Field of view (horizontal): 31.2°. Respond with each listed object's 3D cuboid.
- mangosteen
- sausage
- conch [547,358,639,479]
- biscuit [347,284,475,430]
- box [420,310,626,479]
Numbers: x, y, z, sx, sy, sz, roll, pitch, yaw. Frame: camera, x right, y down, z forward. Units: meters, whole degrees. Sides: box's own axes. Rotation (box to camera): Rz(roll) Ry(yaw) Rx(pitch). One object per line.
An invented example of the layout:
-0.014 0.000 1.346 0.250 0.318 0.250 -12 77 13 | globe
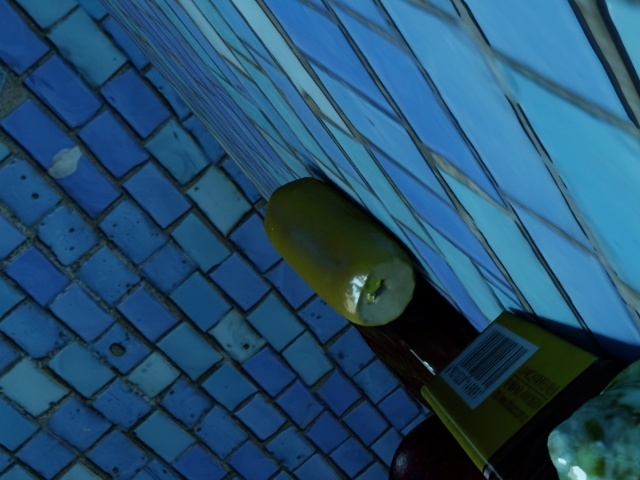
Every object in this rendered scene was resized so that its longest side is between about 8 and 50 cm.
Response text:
0.239 0.432 1.909 0.297 0.293 0.297 40 -158 -19 | mangosteen
0.003 -0.005 1.401 0.112 0.112 0.328 50 175 -37 | sausage
0.174 0.113 0.509 0.181 0.124 0.187 56 -176 -27 | conch
0.177 0.178 1.492 0.407 0.091 0.407 47 173 7 | biscuit
0.221 0.199 0.814 0.264 0.115 0.415 49 179 -3 | box
